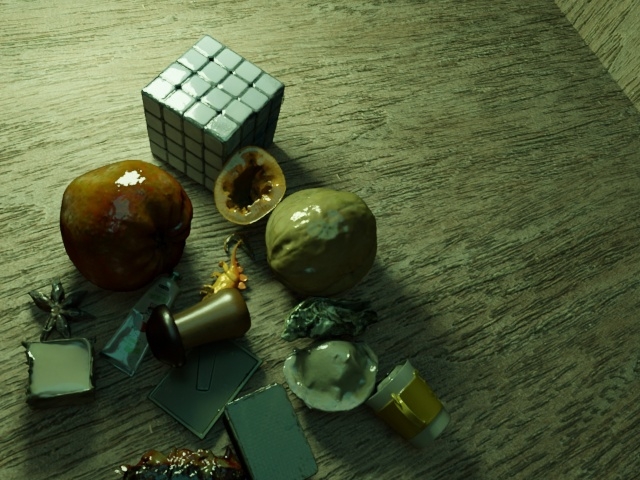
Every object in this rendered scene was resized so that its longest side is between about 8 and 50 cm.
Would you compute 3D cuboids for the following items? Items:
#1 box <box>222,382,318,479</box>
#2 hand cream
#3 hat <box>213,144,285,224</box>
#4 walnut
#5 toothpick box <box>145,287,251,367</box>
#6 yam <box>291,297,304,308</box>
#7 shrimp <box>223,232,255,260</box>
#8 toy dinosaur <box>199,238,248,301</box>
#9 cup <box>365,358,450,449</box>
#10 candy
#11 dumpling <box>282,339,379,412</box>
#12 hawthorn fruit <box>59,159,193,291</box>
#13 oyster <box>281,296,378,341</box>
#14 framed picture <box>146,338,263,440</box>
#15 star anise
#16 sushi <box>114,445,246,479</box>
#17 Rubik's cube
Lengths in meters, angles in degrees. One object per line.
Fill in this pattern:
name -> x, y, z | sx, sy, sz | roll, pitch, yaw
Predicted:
box -> -0.145, 0.569, 1.642 | 0.184, 0.143, 0.273 | -21, 69, -20
hand cream -> -0.533, 0.240, 1.782 | 0.121, 0.076, 0.336 | 29, 68, 3
hat -> -0.246, -0.170, 1.952 | 0.233, 0.233, 0.245 | -13, 88, -11
walnut -> 0.000, 0.000, 1.844 | 0.380, 0.381, 0.382 | 5, 62, -9
toothpick box -> -0.364, 0.252, 1.719 | 0.294, 0.192, 0.192 | -19, 68, -22
yam -> -0.061, 0.234, 1.888 | 0.043, 0.043, 0.094 | -13, 67, -18
shrimp -> -0.271, 0.029, 1.959 | 0.091, 0.025, 0.127 | -36, 71, -25
toy dinosaur -> -0.297, 0.131, 1.879 | 0.117, 0.070, 0.288 | 35, 65, -5
cup -> 0.259, 0.493, 1.721 | 0.185, 0.241, 0.226 | -43, 84, 4
candy -> -0.725, 0.368, 1.628 | 0.195, 0.137, 0.185 | -5, 65, -16
dumpling -> 0.034, 0.404, 1.766 | 0.292, 0.163, 0.205 | -8, 85, -7
hawthorn fruit -> -0.600, -0.064, 1.754 | 0.402, 0.403, 0.403 | 5, 62, -9
oyster -> 0.018, 0.248, 1.795 | 0.350, 0.162, 0.158 | -5, 38, -37
framed picture -> -0.342, 0.415, 1.741 | 0.211, 0.020, 0.289 | 33, 62, 11
star anise -> -0.776, 0.204, 1.744 | 0.171, 0.063, 0.208 | -14, 67, -20
sushi -> -0.375, 0.658, 1.539 | 0.343, 0.197, 0.182 | 9, 43, -13
Rubik's cube -> -0.363, -0.419, 1.988 | 0.343, 0.344, 0.337 | 33, 60, 7
